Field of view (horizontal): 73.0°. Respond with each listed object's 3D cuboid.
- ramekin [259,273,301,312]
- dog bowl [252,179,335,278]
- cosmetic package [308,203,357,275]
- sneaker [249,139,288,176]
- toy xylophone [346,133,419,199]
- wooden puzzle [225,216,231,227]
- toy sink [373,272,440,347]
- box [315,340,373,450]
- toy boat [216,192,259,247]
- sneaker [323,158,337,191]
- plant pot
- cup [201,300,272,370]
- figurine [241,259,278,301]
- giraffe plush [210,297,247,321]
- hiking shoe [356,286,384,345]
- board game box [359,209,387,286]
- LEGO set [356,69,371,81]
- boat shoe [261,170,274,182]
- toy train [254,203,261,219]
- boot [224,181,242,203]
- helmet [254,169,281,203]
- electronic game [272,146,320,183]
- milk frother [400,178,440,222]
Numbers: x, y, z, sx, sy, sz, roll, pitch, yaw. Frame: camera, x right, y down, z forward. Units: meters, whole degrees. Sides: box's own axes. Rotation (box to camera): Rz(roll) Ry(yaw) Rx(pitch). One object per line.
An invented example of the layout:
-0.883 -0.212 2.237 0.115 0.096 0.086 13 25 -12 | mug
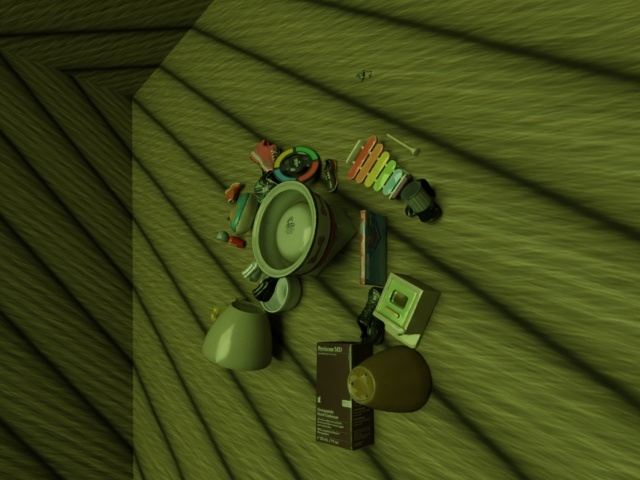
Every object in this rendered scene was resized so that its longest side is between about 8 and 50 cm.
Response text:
-0.185 0.235 2.039 0.207 0.109 0.207 -9 76 42 | ramekin
-0.107 -0.036 1.809 0.408 0.150 0.408 -14 70 44 | dog bowl
0.000 0.000 1.891 0.296 0.129 0.153 -49 51 25 | cosmetic package
-0.256 -0.424 2.231 0.314 0.116 0.136 44 108 38 | sneaker
0.251 -0.308 1.742 0.322 0.081 0.236 38 108 41 | toy xylophone
-0.499 -0.108 2.475 0.078 0.014 0.116 -56 50 15 | wooden puzzle
0.295 0.254 1.556 0.153 0.131 0.234 31 104 43 | toy sink
0.093 0.590 1.684 0.191 0.143 0.381 -11 73 43 | box
-0.440 -0.094 2.282 0.267 0.148 0.318 -84 19 -55 | toy boat
0.034 -0.297 1.959 0.061 0.065 0.158 -14 72 42 | sneaker
0.217 0.488 1.503 0.237 0.254 0.237 -11 73 43 | plant pot
-0.361 0.420 2.012 0.331 0.331 0.237 22 99 44 | cup
-0.245 0.136 1.990 0.209 0.092 0.215 -49 51 16 | figurine
-0.444 0.415 2.244 0.210 0.181 0.170 -27 70 -1 | giraffe plush
0.195 0.289 1.658 0.086 0.114 0.227 -4 79 43 | hiking shoe
0.206 0.033 1.675 0.027 0.145 0.281 -7 77 42 | board game box
0.188 -0.740 1.926 0.083 0.023 0.054 -12 74 42 | LEGO set
-0.274 -0.304 2.270 0.056 0.048 0.153 -31 62 36 | boat shoe
-0.272 -0.157 2.235 0.166 0.046 0.125 -25 55 41 | toy train
-0.489 -0.272 2.470 0.158 0.059 0.085 -33 63 45 | boot
-0.242 -0.244 2.103 0.169 0.169 0.161 -31 33 36 | helmet
-0.116 -0.356 2.057 0.229 0.048 0.229 -5 59 9 | electronic game
0.342 -0.143 1.585 0.143 0.135 0.129 -23 36 36 | milk frother
